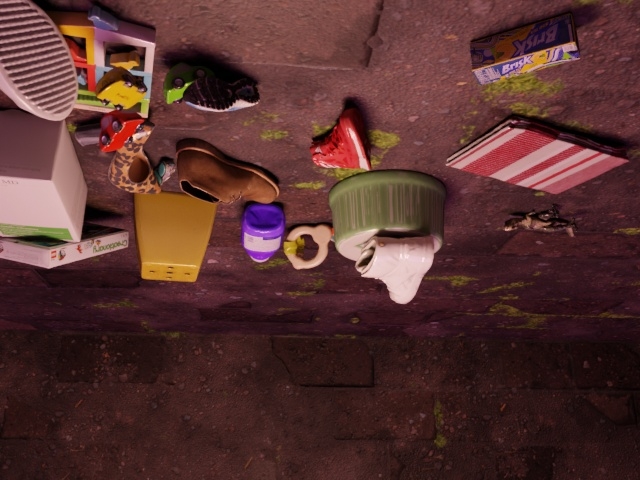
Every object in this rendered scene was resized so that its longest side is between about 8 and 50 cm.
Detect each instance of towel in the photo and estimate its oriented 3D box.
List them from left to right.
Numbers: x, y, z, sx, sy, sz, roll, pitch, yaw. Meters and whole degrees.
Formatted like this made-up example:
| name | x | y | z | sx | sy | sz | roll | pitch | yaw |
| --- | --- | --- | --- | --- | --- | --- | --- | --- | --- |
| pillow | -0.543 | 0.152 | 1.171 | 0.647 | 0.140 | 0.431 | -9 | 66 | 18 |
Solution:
| name | x | y | z | sx | sy | sz | roll | pitch | yaw |
| --- | --- | --- | --- | --- | --- | --- | --- | --- | --- |
| towel | 0.482 | -0.185 | 1.548 | 0.329 | 0.037 | 0.237 | 11 | 159 | -23 |

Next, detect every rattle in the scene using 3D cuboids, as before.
| name | x | y | z | sx | sy | sz | roll | pitch | yaw |
| --- | --- | --- | --- | --- | --- | --- | --- | --- | --- |
| rattle | 0.000 | 0.000 | 2.005 | 0.200 | 0.130 | 0.143 | -33 | 163 | 10 |

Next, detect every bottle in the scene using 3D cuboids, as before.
| name | x | y | z | sx | sy | sz | roll | pitch | yaw |
| --- | --- | --- | --- | --- | --- | --- | --- | --- | --- |
| bottle | -0.163 | -0.014 | 1.924 | 0.118 | 0.092 | 0.283 | 3 | 160 | -5 |

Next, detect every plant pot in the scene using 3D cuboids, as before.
| name | x | y | z | sx | sy | sz | roll | pitch | yaw |
| --- | --- | --- | --- | --- | --- | --- | --- | --- | --- |
| plant pot | -0.392 | -0.001 | 1.821 | 0.212 | 0.187 | 0.212 | 6 | 159 | -13 |

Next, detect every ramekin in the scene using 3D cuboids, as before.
| name | x | y | z | sx | sy | sz | roll | pitch | yaw |
| --- | --- | --- | --- | --- | --- | --- | --- | --- | --- |
| ramekin | 0.172 | -0.048 | 1.751 | 0.303 | 0.148 | 0.303 | 0 | 160 | 0 |

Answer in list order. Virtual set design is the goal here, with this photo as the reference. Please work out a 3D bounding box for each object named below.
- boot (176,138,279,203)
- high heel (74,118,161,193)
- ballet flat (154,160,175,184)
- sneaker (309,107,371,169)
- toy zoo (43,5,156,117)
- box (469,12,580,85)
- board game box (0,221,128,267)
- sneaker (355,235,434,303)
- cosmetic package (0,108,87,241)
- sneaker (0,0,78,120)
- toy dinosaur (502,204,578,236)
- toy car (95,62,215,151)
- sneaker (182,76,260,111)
| name | x | y | z | sx | sy | sz | roll | pitch | yaw |
| --- | --- | --- | --- | --- | --- | --- | --- | --- | --- |
| boot | -0.213 | -0.123 | 1.597 | 0.112 | 0.115 | 0.305 | -17 | 155 | 35 |
| high heel | -0.374 | -0.172 | 1.480 | 0.186 | 0.093 | 0.261 | -3 | 152 | 26 |
| ballet flat | -0.366 | -0.156 | 1.617 | 0.041 | 0.041 | 0.114 | 11 | 158 | -28 |
| sneaker | 0.033 | -0.197 | 1.437 | 0.128 | 0.087 | 0.221 | -5 | 158 | 10 |
| toy zoo | -0.389 | -0.310 | 1.201 | 0.192 | 0.030 | 0.293 | 5 | 159 | -14 |
| box | 0.338 | -0.316 | 1.147 | 0.169 | 0.059 | 0.054 | -10 | 159 | 26 |
| board game box | -0.665 | 0.003 | 1.772 | 0.193 | 0.053 | 0.305 | 10 | -167 | 20 |
| sneaker | 0.166 | 0.068 | 1.716 | 0.169 | 0.108 | 0.292 | 3 | 150 | -5 |
| cosmetic package | -0.640 | -0.131 | 1.514 | 0.197 | 0.155 | 0.365 | 5 | 161 | -8 |
| sneaker | -0.513 | -0.324 | 1.028 | 0.150 | 0.135 | 0.366 | 14 | 153 | 30 |
| toy dinosaur | 0.629 | -0.048 | 1.891 | 0.268 | 0.064 | 0.118 | 7 | 166 | -24 |
| toy car | -0.294 | -0.260 | 1.213 | 0.225 | 0.053 | 0.239 | -28 | 171 | -22 |
| sneaker | -0.185 | -0.253 | 1.250 | 0.073 | 0.063 | 0.162 | -19 | 175 | 41 |
